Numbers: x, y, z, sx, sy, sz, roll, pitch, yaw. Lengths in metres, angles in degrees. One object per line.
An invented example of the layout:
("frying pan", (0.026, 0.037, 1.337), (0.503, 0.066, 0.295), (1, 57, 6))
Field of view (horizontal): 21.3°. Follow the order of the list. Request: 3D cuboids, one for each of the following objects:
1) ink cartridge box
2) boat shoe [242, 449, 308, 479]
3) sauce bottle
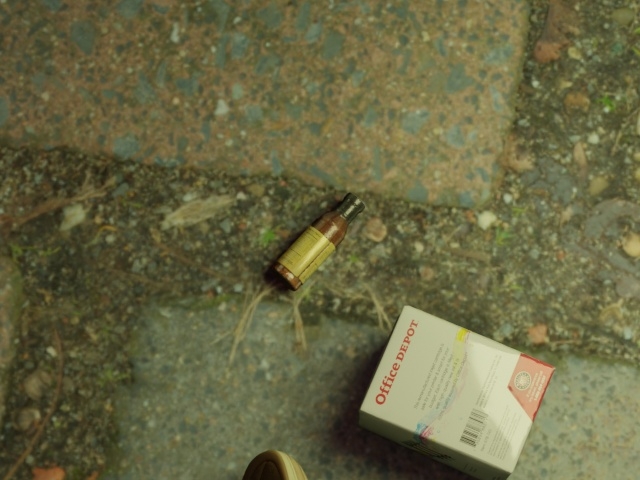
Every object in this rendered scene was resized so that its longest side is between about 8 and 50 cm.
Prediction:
("ink cartridge box", (0.142, 0.169, 1.836), (0.176, 0.127, 0.128), (24, 77, 6))
("boat shoe", (-0.008, 0.369, 1.805), (0.098, 0.109, 0.302), (-1, 70, -42))
("sauce bottle", (0.000, 0.000, 1.927), (0.042, 0.042, 0.128), (42, 77, 10))
